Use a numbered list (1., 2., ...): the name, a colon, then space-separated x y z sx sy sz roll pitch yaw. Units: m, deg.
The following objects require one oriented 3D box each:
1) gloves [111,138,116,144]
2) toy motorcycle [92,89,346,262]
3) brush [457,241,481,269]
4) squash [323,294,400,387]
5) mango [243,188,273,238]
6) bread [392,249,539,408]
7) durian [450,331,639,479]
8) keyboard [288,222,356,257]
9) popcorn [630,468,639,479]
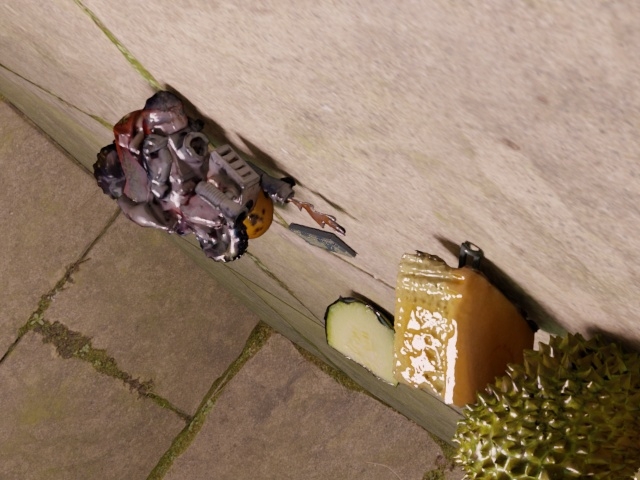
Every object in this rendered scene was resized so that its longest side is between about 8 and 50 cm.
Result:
1. gloves: -0.260 -0.122 1.660 0.111 0.127 0.212 -24 157 35
2. toy motorcycle: -0.156 -0.077 1.452 0.401 0.134 0.207 32 126 23
3. brush: 0.178 0.048 1.259 0.062 0.027 0.266 34 167 15
4. squash: 0.105 0.165 2.010 0.192 0.085 0.184 29 140 25
5. mango: -0.127 -0.055 1.650 0.115 0.090 0.178 48 174 -5
6. bread: 0.175 0.086 1.238 0.140 0.169 0.160 15 -160 41
7. durian: 0.250 0.201 1.102 0.176 0.237 0.200 47 173 8
8. keyboard: 0.001 -0.001 1.688 0.055 0.014 0.176 37 172 -23
9. popcorn: 0.446 0.391 1.332 0.225 0.249 0.249 42 173 16
